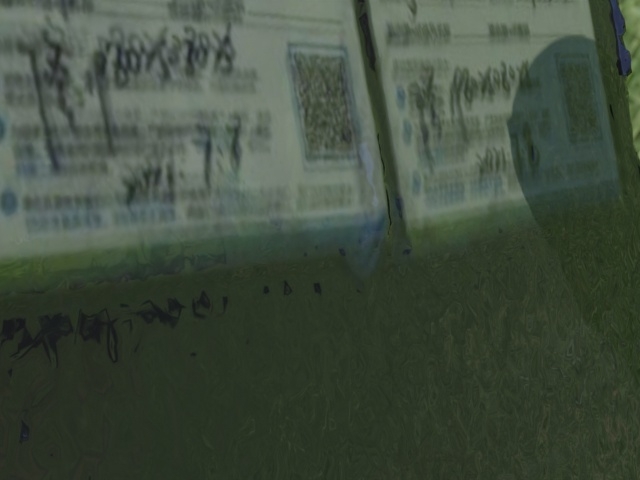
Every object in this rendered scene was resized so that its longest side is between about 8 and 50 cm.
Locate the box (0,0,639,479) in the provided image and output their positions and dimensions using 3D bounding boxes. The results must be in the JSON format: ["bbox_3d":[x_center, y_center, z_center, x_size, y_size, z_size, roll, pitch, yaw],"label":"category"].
[{"bbox_3d":[0.000,0.000,0.471,0.350,0.058,0.211,-7,87,-59],"label":"box"}]
